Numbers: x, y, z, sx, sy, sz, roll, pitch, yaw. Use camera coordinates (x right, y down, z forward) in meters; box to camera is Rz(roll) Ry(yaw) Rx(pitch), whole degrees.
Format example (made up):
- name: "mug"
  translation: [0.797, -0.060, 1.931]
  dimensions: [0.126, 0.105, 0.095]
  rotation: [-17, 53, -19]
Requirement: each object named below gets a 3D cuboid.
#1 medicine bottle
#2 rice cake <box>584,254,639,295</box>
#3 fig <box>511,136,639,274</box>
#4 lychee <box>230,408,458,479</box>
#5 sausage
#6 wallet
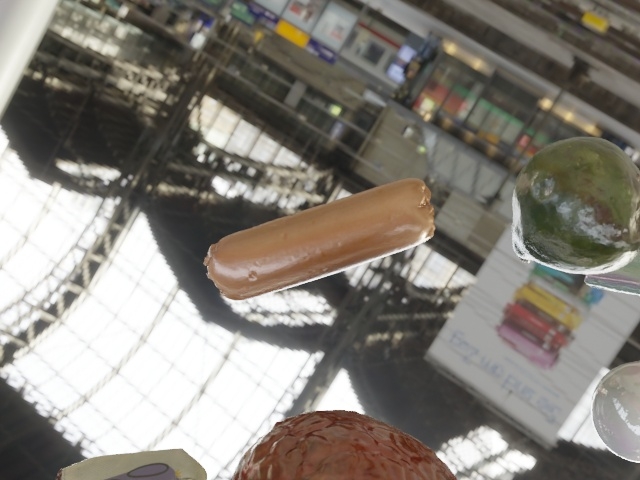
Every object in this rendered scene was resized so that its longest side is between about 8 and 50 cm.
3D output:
- name: "medicine bottle"
  translation: [0.495, 0.209, 1.301]
  dimensions: [0.341, 0.130, 0.130]
  rotation: [-3, -151, -31]
- name: "rice cake"
  translation: [0.537, 0.061, 1.686]
  dimensions: [0.042, 0.080, 0.222]
  rotation: [58, 167, -16]
- name: "fig"
  translation: [0.343, -0.030, 1.385]
  dimensions: [0.195, 0.245, 0.195]
  rotation: [23, -134, -25]
- name: "lychee"
  translation: [0.027, 0.280, 0.923]
  dimensions: [0.255, 0.255, 0.300]
  rotation: [32, 177, 4]
- name: "sausage"
  translation: [0.000, 0.001, 1.203]
  dimensions: [0.086, 0.289, 0.086]
  rotation: [-18, -90, -80]
- name: "wallet"
  translation: [-0.298, 0.458, 1.508]
  dimensions: [0.068, 0.275, 0.335]
  rotation: [73, -175, -47]
